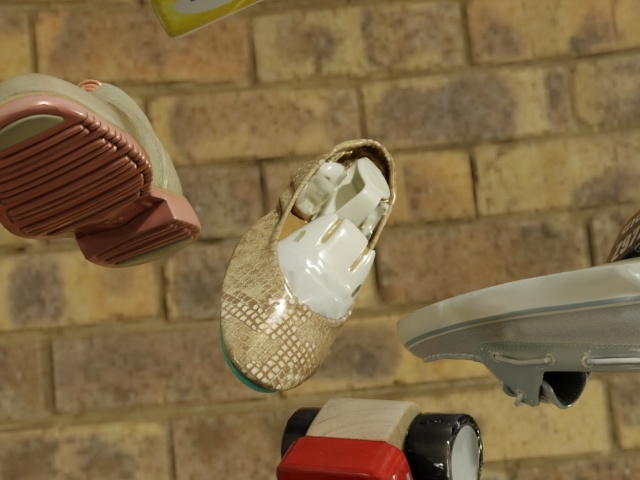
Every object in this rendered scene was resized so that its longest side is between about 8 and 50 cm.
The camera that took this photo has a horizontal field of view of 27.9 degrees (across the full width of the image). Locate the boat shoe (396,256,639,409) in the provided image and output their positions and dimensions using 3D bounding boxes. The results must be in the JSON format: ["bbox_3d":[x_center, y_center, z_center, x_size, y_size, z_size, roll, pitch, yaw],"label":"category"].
[{"bbox_3d":[0.134,0.062,0.772,0.079,0.081,0.227,-8,-5,-41],"label":"boat shoe"}]

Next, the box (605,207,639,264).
[{"bbox_3d":[0.413,0.039,0.958,0.079,0.322,0.257,-54,1,-43],"label":"box"}]

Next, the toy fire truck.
[{"bbox_3d":[0.034,0.242,0.751,0.158,0.217,0.246,0,31,30],"label":"toy fire truck"}]

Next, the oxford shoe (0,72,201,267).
[{"bbox_3d":[-0.226,-0.083,1.186,0.140,0.146,0.397,-21,-16,1],"label":"oxford shoe"}]

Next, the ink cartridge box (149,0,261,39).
[{"bbox_3d":[0.014,-0.261,0.608,0.303,0.072,0.307,-23,-27,1],"label":"ink cartridge box"}]

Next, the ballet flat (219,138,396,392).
[{"bbox_3d":[0.000,0.000,0.693,0.067,0.073,0.206,-41,17,30],"label":"ballet flat"}]
